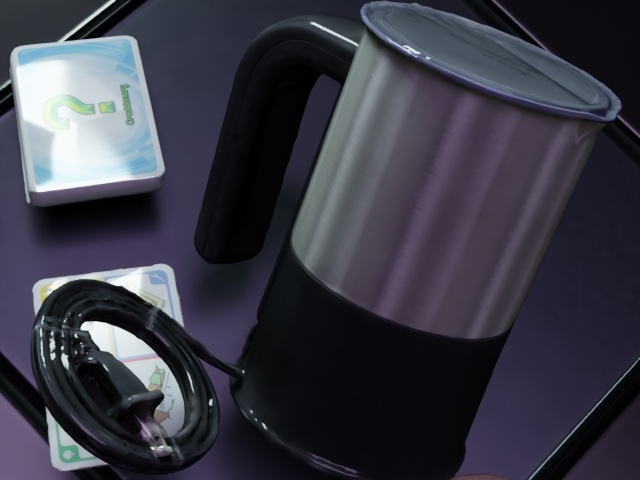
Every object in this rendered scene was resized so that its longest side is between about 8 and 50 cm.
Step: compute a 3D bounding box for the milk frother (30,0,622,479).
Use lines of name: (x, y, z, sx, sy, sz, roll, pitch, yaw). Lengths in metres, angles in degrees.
milk frother: (0.000, 0.000, 0.401, 0.129, 0.143, 0.134, 25, 112, 14)

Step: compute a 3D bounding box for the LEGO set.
LEGO set: (-0.134, 0.017, 0.427, 0.183, 0.060, 0.244, -7, 53, -11)

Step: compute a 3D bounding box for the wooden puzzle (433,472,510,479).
wooden puzzle: (-0.063, 0.256, 0.386, 0.348, 0.080, 0.322, -7, 73, -16)
